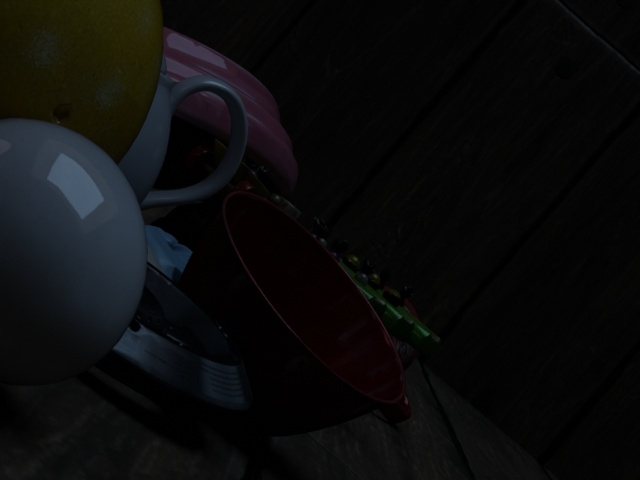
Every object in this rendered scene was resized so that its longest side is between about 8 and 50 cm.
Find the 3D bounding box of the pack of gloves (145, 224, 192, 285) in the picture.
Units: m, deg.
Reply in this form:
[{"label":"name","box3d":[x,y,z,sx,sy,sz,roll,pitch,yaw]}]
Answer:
[{"label":"pack of gloves","box3d":[-0.094,0.073,1.510,0.195,0.046,0.232,52,7,9]}]

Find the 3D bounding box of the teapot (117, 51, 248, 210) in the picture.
[{"label":"teapot","box3d":[-0.205,-0.133,1.596,0.252,0.187,0.256,41,1,15]}]

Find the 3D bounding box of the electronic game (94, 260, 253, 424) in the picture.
[{"label":"electronic game","box3d":[-0.136,0.035,1.198,0.229,0.048,0.229,36,6,-4]}]

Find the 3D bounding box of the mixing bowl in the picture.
[{"label":"mixing bowl","box3d":[-0.037,0.066,1.355,0.181,0.098,0.181,45,16,-17]}]

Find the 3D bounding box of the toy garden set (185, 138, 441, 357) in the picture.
[{"label":"toy garden set","box3d":[0.000,0.000,1.768,0.204,0.049,0.244,41,3,28]}]

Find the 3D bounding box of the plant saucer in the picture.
[{"label":"plant saucer","box3d":[-0.170,-0.131,1.870,0.332,0.084,0.332,20,-13,5]}]

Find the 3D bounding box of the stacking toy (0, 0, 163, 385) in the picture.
[{"label":"stacking toy","box3d":[-0.184,-0.122,1.010,0.350,0.350,0.480,38,18,-47]}]

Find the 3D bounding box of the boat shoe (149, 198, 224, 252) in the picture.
[{"label":"boat shoe","box3d":[-0.088,0.013,1.884,0.109,0.091,0.305,40,2,-19]}]

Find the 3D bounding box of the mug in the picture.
[{"label":"mug","box3d":[0.060,0.118,2.161,0.150,0.113,0.169,39,5,6]}]
